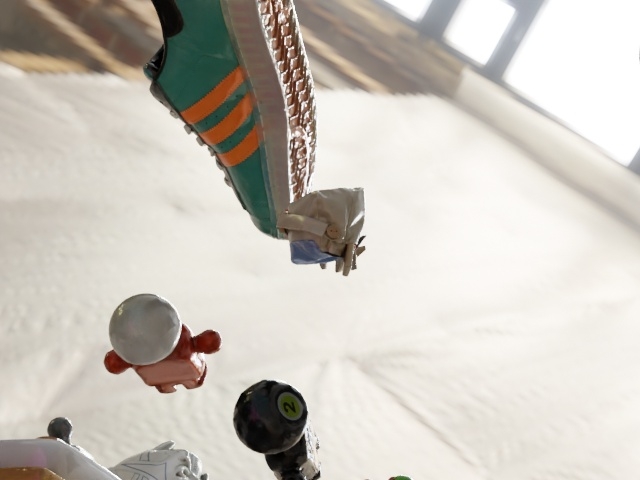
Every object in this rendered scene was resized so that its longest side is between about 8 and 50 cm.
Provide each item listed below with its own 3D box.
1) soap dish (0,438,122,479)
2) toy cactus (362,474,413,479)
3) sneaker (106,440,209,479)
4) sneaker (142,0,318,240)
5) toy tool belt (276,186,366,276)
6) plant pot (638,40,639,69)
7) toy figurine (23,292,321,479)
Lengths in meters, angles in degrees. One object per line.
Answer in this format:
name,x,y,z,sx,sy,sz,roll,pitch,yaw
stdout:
soap dish,-0.181,0.249,1.069,0.291,0.229,0.118,46,-131,-39
toy cactus,0.089,0.323,1.572,0.112,0.181,0.219,3,180,-11
sneaker,-0.186,0.299,1.836,0.111,0.129,0.297,56,169,-20
sneaker,-0.078,-0.127,1.328,0.121,0.302,0.108,2,-139,16
toy tool belt,0.000,0.000,0.923,0.052,0.051,0.083,-5,173,-20
plant pot,0.394,-0.112,1.256,0.243,0.275,0.275,37,-171,-41
toy figurine,-0.121,0.172,1.270,0.213,0.209,0.148,35,167,21
